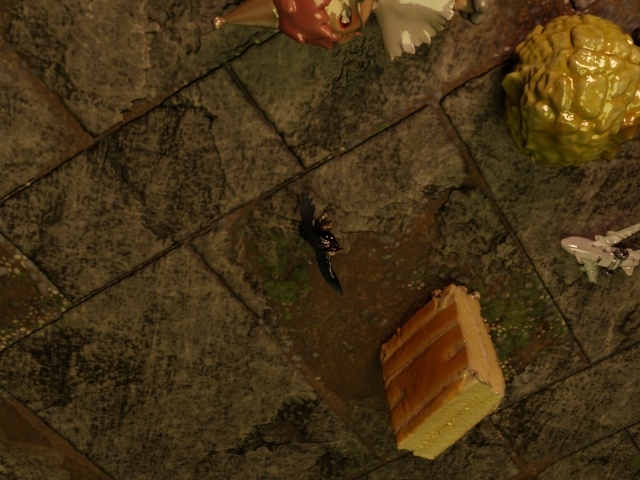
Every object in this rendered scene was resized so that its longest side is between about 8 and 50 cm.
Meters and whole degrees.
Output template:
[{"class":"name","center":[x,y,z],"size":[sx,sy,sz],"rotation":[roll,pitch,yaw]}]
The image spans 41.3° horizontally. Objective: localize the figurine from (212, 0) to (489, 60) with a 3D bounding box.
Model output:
[{"class":"figurine","center":[0.040,-0.352,1.195],"size":[0.387,0.166,0.206],"rotation":[-5,109,-8]}]

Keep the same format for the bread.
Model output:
[{"class":"bread","center":[0.223,0.239,1.584],"size":[0.111,0.239,0.246],"rotation":[21,130,-27]}]

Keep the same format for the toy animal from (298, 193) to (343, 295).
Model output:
[{"class":"toy animal","center":[0.000,0.000,1.477],"size":[0.062,0.108,0.220],"rotation":[-19,128,-1]}]

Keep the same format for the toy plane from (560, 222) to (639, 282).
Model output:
[{"class":"toy plane","center":[0.529,0.025,1.595],"size":[0.171,0.065,0.162],"rotation":[7,135,-18]}]

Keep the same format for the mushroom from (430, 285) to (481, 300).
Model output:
[{"class":"mushroom","center":[0.261,0.109,1.643],"size":[0.101,0.019,0.049],"rotation":[2,123,-9]}]

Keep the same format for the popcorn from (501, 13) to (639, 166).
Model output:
[{"class":"popcorn","center":[0.401,-0.218,1.324],"size":[0.252,0.206,0.236],"rotation":[27,104,-37]}]

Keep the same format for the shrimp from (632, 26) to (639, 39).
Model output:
[{"class":"shrimp","center":[0.710,-0.275,1.384],"size":[0.446,0.110,0.221],"rotation":[6,119,-16]}]
